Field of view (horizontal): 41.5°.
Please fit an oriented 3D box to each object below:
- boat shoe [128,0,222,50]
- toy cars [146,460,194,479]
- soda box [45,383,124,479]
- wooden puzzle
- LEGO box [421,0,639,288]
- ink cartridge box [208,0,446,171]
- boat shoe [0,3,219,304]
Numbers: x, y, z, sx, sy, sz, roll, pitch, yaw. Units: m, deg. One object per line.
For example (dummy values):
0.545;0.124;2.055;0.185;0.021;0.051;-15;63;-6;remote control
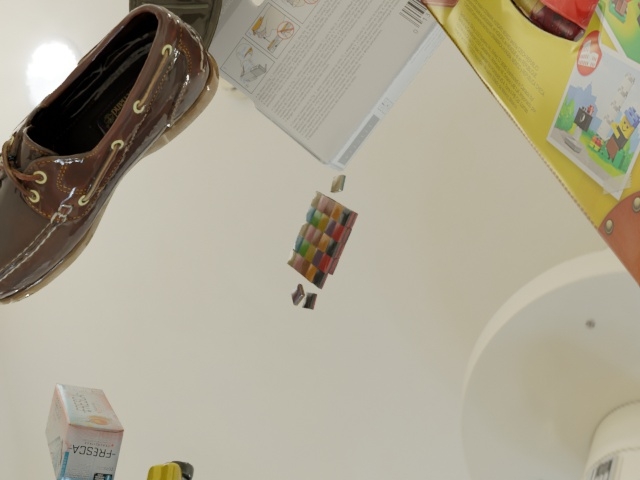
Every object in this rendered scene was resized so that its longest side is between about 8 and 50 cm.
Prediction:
-0.170;-0.343;1.041;0.110;0.104;0.307;5;-86;-4;boat shoe
-0.184;0.317;0.801;0.087;0.393;0.176;-2;-86;6;toy cars
-0.261;0.208;0.923;0.058;0.183;0.063;12;-91;-21;soda box
0.000;0.000;0.509;0.049;0.006;0.083;35;-77;59;wooden puzzle
0.319;-0.158;0.623;0.372;0.500;0.193;7;-57;-16;LEGO box
0.013;-0.284;1.087;0.261;0.066;0.296;41;-81;17;ink cartridge box
-0.148;-0.050;0.487;0.073;0.073;0.207;41;-88;17;boat shoe
